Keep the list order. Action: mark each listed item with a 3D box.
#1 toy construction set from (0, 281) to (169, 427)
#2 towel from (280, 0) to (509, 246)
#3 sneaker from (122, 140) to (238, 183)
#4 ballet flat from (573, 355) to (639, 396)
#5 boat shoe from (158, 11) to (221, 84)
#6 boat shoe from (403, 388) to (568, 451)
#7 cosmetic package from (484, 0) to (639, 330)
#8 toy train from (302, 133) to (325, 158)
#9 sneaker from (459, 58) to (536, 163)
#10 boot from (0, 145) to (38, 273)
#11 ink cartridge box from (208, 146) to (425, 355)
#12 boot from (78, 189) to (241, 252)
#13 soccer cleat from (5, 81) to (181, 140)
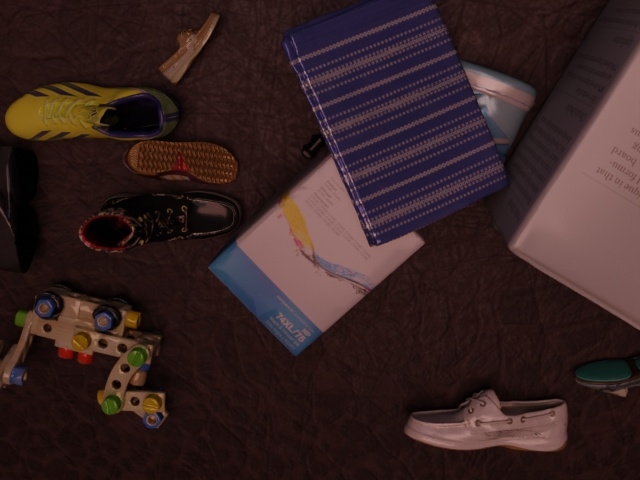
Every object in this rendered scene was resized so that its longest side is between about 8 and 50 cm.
[{"bbox_3d":[-0.404,0.196,1.693,0.328,0.151,0.215,9,104,-9],"label":"toy construction set"},{"bbox_3d":[0.109,-0.186,1.460,0.243,0.040,0.335,-25,95,-15],"label":"towel"},{"bbox_3d":[-0.228,-0.129,1.642,0.186,0.084,0.069,8,87,-23],"label":"sneaker"},{"bbox_3d":[0.518,0.228,1.674,0.189,0.070,0.070,-12,102,10],"label":"ballet flat"},{"bbox_3d":[-0.209,-0.311,1.600,0.045,0.050,0.135,36,103,-10],"label":"boat shoe"},{"bbox_3d":[0.277,0.292,1.690,0.277,0.098,0.096,2,103,-6],"label":"boat shoe"},{"bbox_3d":[0.486,-0.108,1.458,0.327,0.329,0.393,30,104,-5],"label":"cosmetic package"},{"bbox_3d":[0.025,-0.192,1.619,0.027,0.036,0.158,41,102,-6],"label":"toy train"},{"bbox_3d":[0.155,-0.185,1.560,0.319,0.127,0.208,17,98,1],"label":"sneaker"},{"bbox_3d":[-0.694,0.019,1.676,0.446,0.146,0.366,0,105,-1],"label":"boot"},{"bbox_3d":[0.000,0.000,1.584,0.270,0.198,0.197,-42,97,12],"label":"ink cartridge box"},{"bbox_3d":[-0.253,-0.025,1.604,0.237,0.178,0.085,2,103,4],"label":"boot"},{"bbox_3d":[-0.367,-0.202,1.600,0.289,0.121,0.093,-1,103,4],"label":"soccer cleat"}]
